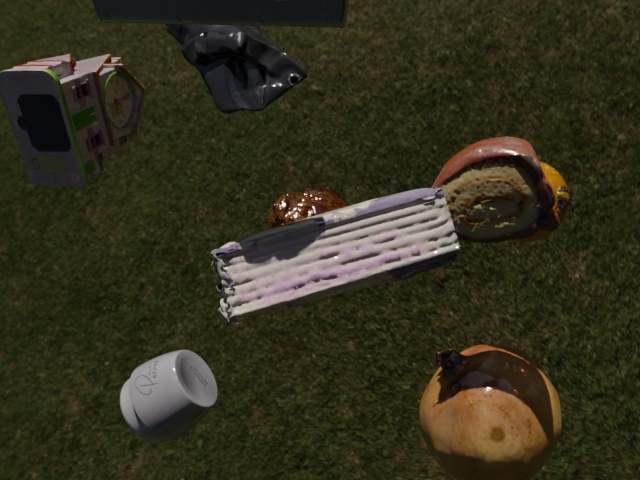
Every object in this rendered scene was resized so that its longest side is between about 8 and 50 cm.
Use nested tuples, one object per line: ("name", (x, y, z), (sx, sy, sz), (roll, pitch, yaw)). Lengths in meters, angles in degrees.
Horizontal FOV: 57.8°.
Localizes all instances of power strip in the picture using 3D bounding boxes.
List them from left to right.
("power strip", (-0.066, -0.182, 0.405), (0.252, 0.027, 0.060), (11, 118, 25))

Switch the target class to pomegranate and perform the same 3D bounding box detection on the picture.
("pomegranate", (0.377, 0.382, 1.334), (0.338, 0.338, 0.339), (-13, 63, 26))

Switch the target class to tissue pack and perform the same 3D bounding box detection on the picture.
("tissue pack", (0.009, 0.022, 0.887), (0.343, 0.242, 0.126), (-15, 90, -7))

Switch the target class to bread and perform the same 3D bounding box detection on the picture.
("bread", (-0.007, 0.007, 1.259), (0.135, 0.246, 0.232), (-42, 32, 47))
("bread", (0.320, -0.095, 1.123), (0.244, 0.123, 0.190), (-11, 102, 24))

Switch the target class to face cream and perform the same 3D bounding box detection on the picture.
("face cream", (-0.213, 0.218, 0.817), (0.104, 0.117, 0.117), (-35, 55, 14))

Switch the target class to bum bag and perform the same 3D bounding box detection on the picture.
("bum bag", (-0.124, -0.265, 0.740), (0.123, 0.060, 0.248), (-29, 63, -18))

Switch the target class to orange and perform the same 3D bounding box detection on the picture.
("orange", (0.439, -0.084, 1.241), (0.177, 0.155, 0.178), (-1, 88, 49))

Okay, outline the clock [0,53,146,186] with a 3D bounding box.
("clock", (-0.498, -0.286, 1.248), (0.166, 0.235, 0.310), (3, 30, 14))
